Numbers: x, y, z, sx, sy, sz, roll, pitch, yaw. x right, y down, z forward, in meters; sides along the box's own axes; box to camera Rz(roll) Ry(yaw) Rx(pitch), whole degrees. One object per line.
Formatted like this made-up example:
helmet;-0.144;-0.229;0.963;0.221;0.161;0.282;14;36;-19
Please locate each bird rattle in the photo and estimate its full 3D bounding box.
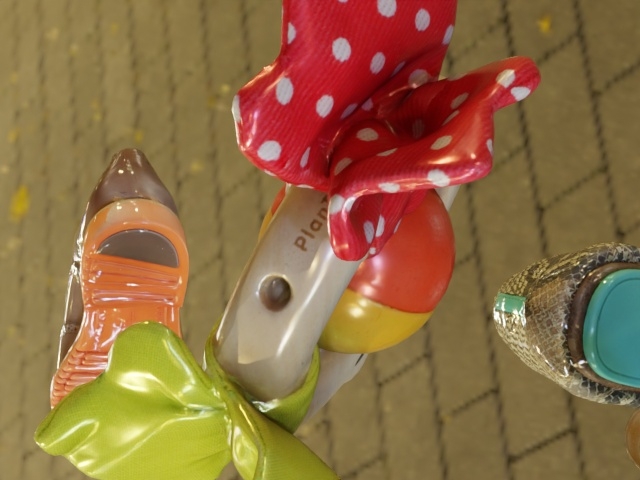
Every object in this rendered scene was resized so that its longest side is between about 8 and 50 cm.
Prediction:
bird rattle;0.000;0.000;0.701;0.207;0.143;0.253;-33;-37;-70

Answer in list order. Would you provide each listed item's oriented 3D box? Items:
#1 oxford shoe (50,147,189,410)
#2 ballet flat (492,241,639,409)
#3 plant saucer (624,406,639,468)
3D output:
oxford shoe;-0.194;0.070;1.765;0.133;0.130;0.364;-101;22;-45
ballet flat;0.357;0.090;1.525;0.182;0.483;0.164;12;89;65
plant saucer;0.270;0.153;1.348;0.015;0.083;0.083;80;171;-46
